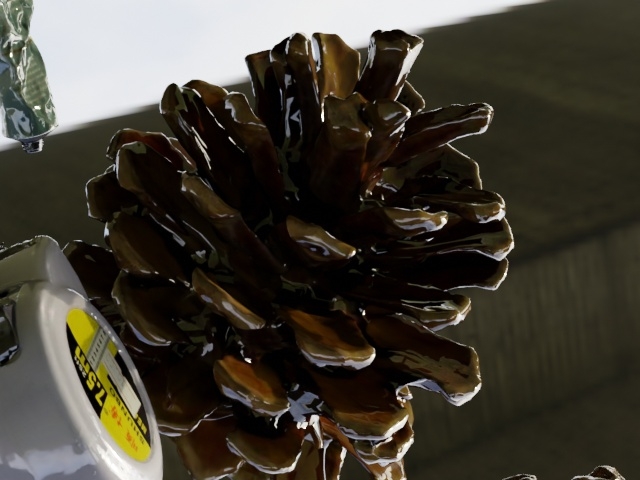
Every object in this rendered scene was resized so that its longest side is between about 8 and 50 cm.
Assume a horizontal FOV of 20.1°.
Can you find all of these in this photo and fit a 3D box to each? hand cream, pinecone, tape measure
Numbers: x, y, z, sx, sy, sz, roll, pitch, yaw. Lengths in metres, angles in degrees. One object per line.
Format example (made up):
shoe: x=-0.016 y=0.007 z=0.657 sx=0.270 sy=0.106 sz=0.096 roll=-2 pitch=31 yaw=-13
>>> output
hand cream: x=-0.251 y=-0.194 z=1.516 sx=0.052 sy=0.248 sz=0.075 roll=9 pitch=-160 yaw=26
pinecone: x=0.000 y=0.000 z=1.406 sx=0.384 sy=0.384 sz=0.384 roll=-7 pitch=-157 yaw=3
tape measure: x=-0.186 y=0.110 z=1.195 sx=0.105 sy=0.196 sz=0.178 roll=-25 pitch=-168 yaw=9

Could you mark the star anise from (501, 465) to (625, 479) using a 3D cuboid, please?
star anise: x=0.149 y=0.209 z=1.172 sx=0.196 sy=0.111 sz=0.212 roll=24 pitch=-152 yaw=22
